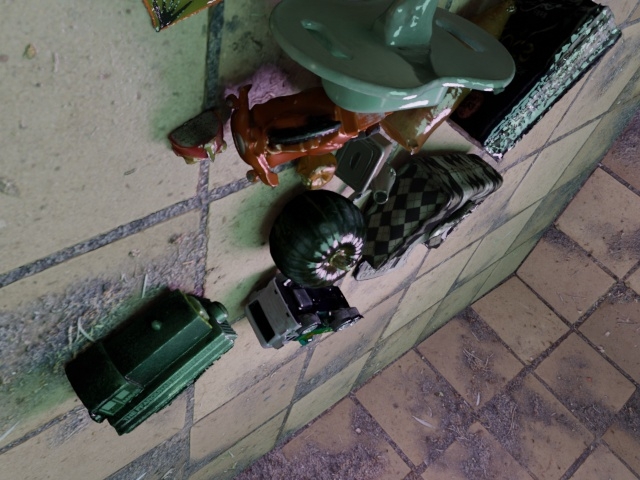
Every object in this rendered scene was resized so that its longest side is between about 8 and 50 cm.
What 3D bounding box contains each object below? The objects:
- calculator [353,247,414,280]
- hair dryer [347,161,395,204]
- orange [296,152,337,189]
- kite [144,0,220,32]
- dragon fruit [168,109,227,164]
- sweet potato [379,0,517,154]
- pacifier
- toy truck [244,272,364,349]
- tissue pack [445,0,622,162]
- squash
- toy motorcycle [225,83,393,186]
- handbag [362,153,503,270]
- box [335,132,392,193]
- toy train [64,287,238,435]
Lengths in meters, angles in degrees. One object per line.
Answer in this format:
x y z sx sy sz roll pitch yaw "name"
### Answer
0.205 0.051 1.767 0.268 0.040 0.177 -15 144 -46 "calculator"
0.085 -0.089 1.246 0.199 0.067 0.167 -41 -165 8 "hair dryer"
-0.007 -0.139 1.081 0.086 0.062 0.086 -22 158 -9 "orange"
-0.110 -0.365 0.598 0.377 0.013 0.328 -10 141 -53 "kite"
-0.168 -0.141 0.825 0.083 0.060 0.056 -36 153 -20 "dragon fruit"
0.242 -0.323 1.090 0.337 0.131 0.131 -51 155 18 "sweet potato"
0.104 -0.302 0.708 0.343 0.288 0.269 -14 140 -35 "pacifier"
-0.036 0.180 1.450 0.178 0.177 0.363 -37 161 19 "toy truck"
0.383 -0.347 1.136 0.123 0.245 0.332 31 109 -39 "tissue pack"
-0.004 -0.003 1.177 0.218 0.173 0.218 -7 136 -7 "squash"
-0.013 -0.182 0.867 0.325 0.221 0.148 -36 118 -51 "toy motorcycle"
0.289 -0.075 1.532 0.416 0.180 0.317 -16 149 -53 "handbag"
0.087 -0.168 1.154 0.062 0.089 0.122 -32 157 -47 "box"
-0.325 0.226 1.108 0.330 0.138 0.178 -40 152 -9 "toy train"
